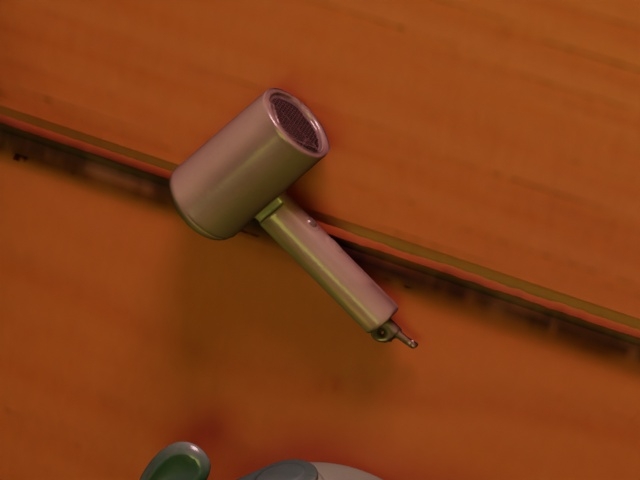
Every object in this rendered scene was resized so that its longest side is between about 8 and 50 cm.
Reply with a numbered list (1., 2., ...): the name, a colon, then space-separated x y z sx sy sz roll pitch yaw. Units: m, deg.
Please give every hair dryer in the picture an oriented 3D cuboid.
1. hair dryer: 0.000 0.000 0.684 0.063 0.038 0.124 -39 100 27

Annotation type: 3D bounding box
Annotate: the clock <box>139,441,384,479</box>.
1. clock: -0.001 0.163 0.732 0.189 0.060 0.148 23 117 9
